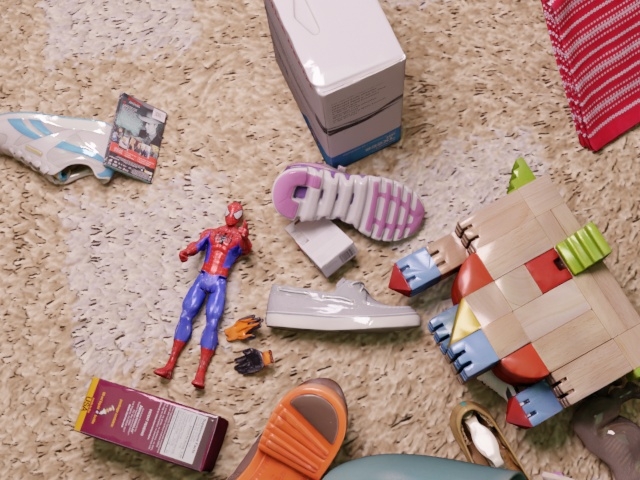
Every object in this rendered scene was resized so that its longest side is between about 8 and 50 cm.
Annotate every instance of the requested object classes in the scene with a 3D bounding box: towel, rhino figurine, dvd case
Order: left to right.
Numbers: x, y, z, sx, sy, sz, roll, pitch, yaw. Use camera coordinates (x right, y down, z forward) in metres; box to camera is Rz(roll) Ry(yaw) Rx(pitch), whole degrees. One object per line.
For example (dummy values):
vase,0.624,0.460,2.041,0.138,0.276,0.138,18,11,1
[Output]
dvd case,-0.286,-0.158,1.468,0.013,0.087,0.119,-2,72,46
towel,0.439,-0.283,1.390,0.199,0.274,0.031,-31,35,-5
rhino figurine,0.447,0.302,1.310,0.106,0.073,0.243,-36,78,-10

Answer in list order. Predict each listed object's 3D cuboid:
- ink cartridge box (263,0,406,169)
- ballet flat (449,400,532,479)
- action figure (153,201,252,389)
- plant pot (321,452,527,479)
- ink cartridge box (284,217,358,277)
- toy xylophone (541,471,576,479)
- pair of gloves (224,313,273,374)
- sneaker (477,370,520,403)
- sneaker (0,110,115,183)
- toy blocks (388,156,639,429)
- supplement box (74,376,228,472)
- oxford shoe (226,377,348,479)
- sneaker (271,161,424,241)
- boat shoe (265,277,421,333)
ink cartridge box,0.018,-0.263,1.357,0.129,0.307,0.223,-24,76,-3
ballet flat,0.249,0.329,1.312,0.080,0.073,0.232,-31,76,-5
action figure,-0.166,0.064,1.375,0.092,0.139,0.280,15,74,6
plant pot,0.107,0.404,1.201,0.235,0.293,0.293,11,75,26
ink cartridge box,0.000,0.000,1.426,0.063,0.029,0.115,-38,44,-7
toy xylophone,0.313,0.467,1.196,0.236,0.081,0.322,59,44,-19
pair of gloves,-0.104,0.153,1.392,0.074,0.010,0.083,-25,75,32
sneaker,0.252,0.201,1.368,0.044,0.040,0.109,-33,71,9
sneaker,-0.425,-0.140,1.463,0.229,0.087,0.092,4,75,5
toy blocks,0.268,0.100,1.306,0.261,0.190,0.381,-28,75,-6
supplement box,-0.235,0.262,1.338,0.188,0.104,0.080,16,76,6
oxford shoe,-0.069,0.349,1.307,0.130,0.133,0.363,36,98,4
sneaker,0.039,-0.069,1.419,0.237,0.104,0.095,12,107,-13
boat shoe,0.032,0.093,1.382,0.228,0.079,0.081,1,80,7
